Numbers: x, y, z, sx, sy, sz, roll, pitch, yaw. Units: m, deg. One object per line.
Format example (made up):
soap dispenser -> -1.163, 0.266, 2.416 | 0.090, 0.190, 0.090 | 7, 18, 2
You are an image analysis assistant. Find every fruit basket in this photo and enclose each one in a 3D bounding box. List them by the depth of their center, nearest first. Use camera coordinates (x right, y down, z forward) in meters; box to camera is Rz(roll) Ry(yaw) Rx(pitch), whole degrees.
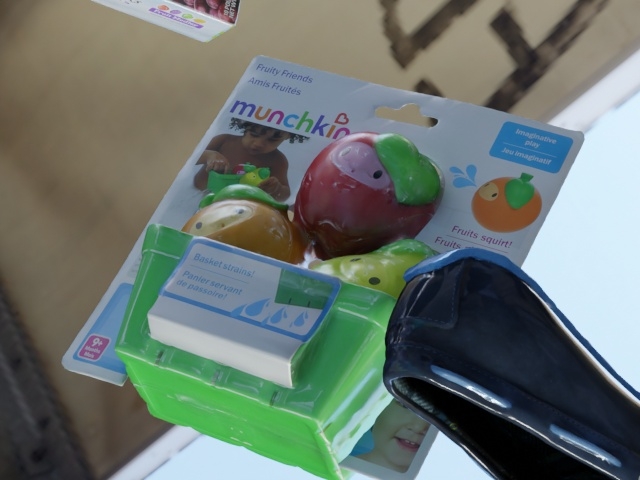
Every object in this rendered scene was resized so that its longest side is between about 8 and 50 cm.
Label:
fruit basket -> 0.000, 0.000, 1.208 | 0.353, 0.327, 0.165 | -62, -27, -21

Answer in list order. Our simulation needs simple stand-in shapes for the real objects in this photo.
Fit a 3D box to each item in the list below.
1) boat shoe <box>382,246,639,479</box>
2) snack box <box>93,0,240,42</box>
boat shoe -> 0.118, 0.119, 0.700 | 0.258, 0.109, 0.089 | 40, -130, -10
snack box -> -0.101, -0.168, 0.731 | 0.141, 0.037, 0.100 | 18, -107, -28
